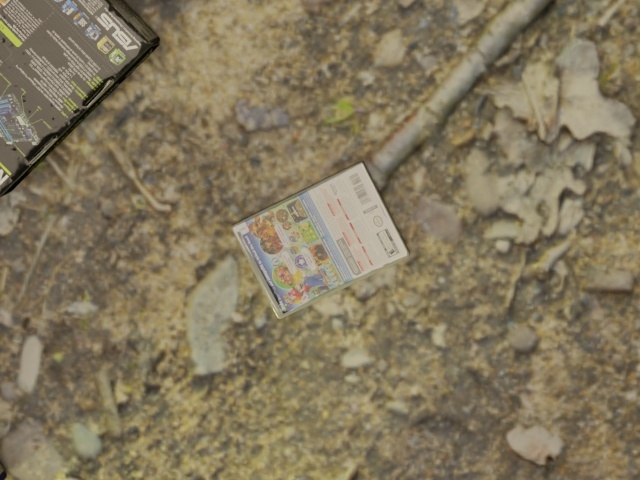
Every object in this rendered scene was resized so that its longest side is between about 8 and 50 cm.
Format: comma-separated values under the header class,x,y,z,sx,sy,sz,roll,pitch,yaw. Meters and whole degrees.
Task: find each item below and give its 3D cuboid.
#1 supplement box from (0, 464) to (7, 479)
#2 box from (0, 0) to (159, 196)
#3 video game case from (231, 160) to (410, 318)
class,x,y,z,sx,sy,sz,roll,pitch,yaw
supplement box,-0.394,0.214,1.493,0.220,0.111,0.114,-29,96,11
box,-0.259,-0.164,1.443,0.191,0.045,0.184,45,105,-3
video game case,0.000,0.000,1.458,0.122,0.011,0.087,-26,97,10
